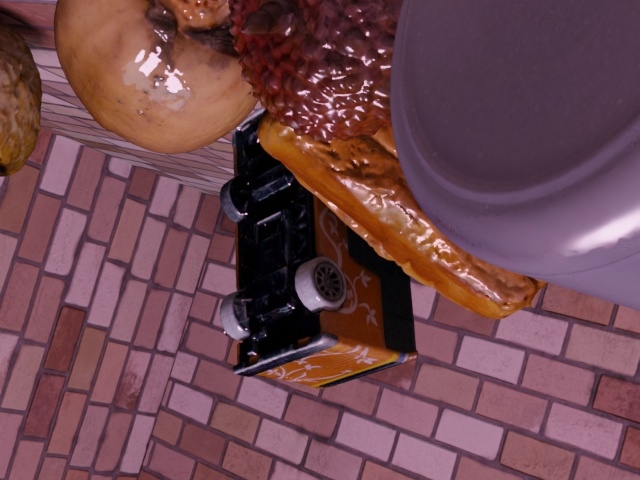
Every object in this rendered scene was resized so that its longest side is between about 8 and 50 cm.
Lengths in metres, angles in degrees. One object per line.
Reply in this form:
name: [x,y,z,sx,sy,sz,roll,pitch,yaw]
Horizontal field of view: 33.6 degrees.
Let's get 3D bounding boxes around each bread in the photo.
bread: [0.098,-0.068,0.956,0.294,0.167,0.132,39,164,-8]

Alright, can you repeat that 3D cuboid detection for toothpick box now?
toothpick box: [0.233,-0.047,0.470,0.354,0.263,0.263,18,176,-28]

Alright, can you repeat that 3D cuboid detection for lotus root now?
lotus root: [-0.137,-0.159,0.913,0.183,0.183,0.310,18,164,-11]

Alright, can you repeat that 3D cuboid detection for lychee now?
lychee: [0.011,-0.146,0.699,0.197,0.165,0.165,-3,-169,-45]

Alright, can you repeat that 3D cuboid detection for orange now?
orange: [-0.511,-0.219,1.475,0.368,0.210,0.271,10,149,50]

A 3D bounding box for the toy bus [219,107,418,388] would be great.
toy bus: [0.000,0.000,1.072,0.167,0.275,0.138,19,148,-41]
